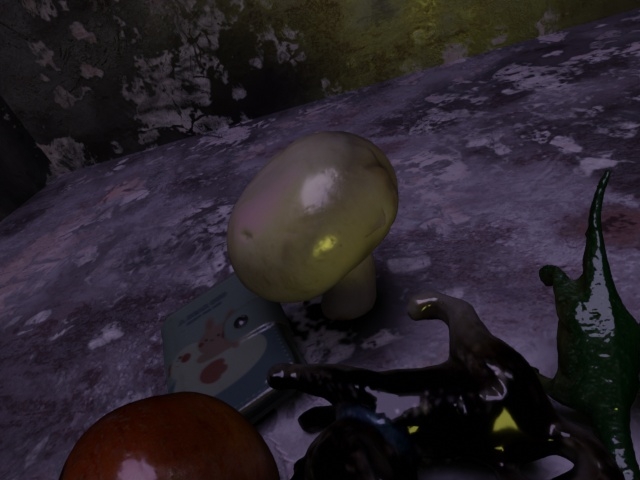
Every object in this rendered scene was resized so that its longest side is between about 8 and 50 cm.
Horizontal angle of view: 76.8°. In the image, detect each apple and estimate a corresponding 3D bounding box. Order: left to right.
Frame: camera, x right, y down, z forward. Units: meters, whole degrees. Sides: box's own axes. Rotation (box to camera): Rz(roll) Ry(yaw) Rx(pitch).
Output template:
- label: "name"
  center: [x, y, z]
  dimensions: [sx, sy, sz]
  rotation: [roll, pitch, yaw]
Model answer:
- label: "apple"
  center: [-0.175, 0.295, 0.470]
  dimensions: [0.253, 0.253, 0.253]
  rotation: [-14, 34, 10]

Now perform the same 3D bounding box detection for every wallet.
- label: "wallet"
  center: [-0.176, 0.200, 0.766]
  dimensions: [0.252, 0.083, 0.360]
  rotation: [-32, 35, -7]

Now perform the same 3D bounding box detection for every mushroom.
- label: "mushroom"
  center: [-0.028, -0.022, 0.703]
  dimensions: [0.315, 0.356, 0.315]
  rotation: [10, 46, -11]

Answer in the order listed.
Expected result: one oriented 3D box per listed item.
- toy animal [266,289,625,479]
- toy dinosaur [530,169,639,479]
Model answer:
- label: "toy animal"
  center: [0.113, 0.231, 0.467]
  dimensions: [0.344, 0.194, 0.302]
  rotation: [-28, 29, -1]
- label: "toy dinosaur"
  center: [0.319, 0.143, 0.427]
  dimensions: [0.087, 0.447, 0.301]
  rotation: [4, 7, 5]
